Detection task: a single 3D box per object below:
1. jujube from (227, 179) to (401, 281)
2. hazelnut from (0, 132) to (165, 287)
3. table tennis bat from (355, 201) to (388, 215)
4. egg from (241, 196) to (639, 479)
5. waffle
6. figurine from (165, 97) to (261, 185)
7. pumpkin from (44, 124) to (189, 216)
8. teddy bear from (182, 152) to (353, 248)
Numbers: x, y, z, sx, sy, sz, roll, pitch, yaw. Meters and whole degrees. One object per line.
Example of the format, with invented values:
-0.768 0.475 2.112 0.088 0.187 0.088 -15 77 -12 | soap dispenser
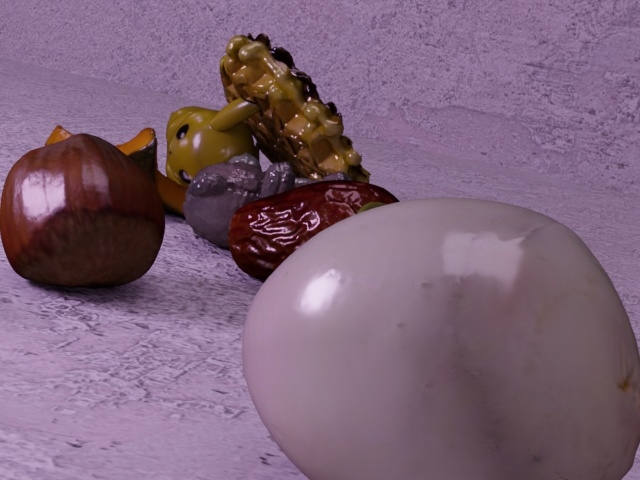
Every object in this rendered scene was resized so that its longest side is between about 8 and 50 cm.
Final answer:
0.000 0.000 1.737 0.255 0.190 0.190 -4 7 19 | jujube
-0.295 -0.036 1.543 0.210 0.210 0.186 6 9 -23 | hazelnut
0.104 0.070 1.522 0.224 0.054 0.369 50 27 -7 | table tennis bat
0.093 0.104 1.029 0.345 0.283 0.283 2 7 26 | egg
-0.051 -0.196 2.201 0.379 0.095 0.382 48 -12 4 | waffle
-0.191 -0.147 2.196 0.169 0.218 0.327 -4 8 -10 | figurine
-0.321 -0.125 2.005 0.258 0.095 0.290 21 -9 24 | pumpkin
-0.077 -0.046 1.901 0.267 0.151 0.236 15 -25 4 | teddy bear
